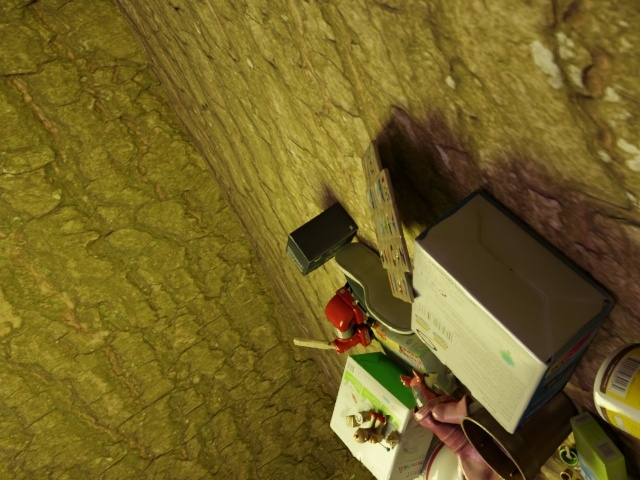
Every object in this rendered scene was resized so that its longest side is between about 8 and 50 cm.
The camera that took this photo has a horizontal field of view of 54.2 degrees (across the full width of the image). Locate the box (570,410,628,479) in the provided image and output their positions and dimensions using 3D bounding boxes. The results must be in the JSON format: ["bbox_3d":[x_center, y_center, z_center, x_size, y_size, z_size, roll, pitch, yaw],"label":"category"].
[{"bbox_3d":[0.499,0.401,1.112,0.109,0.042,0.178,-114,-1,-56],"label":"box"}]

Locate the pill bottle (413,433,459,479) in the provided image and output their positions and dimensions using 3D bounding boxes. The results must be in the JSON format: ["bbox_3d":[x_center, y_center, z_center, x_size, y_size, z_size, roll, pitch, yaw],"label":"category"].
[{"bbox_3d":[0.343,0.586,1.687,0.229,0.229,0.407,61,164,-22],"label":"pill bottle"}]

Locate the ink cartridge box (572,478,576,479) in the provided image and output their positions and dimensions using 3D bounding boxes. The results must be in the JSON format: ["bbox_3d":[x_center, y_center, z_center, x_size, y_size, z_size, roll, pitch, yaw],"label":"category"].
[{"bbox_3d":[0.576,0.629,1.335,0.208,0.087,0.153,47,163,26],"label":"ink cartridge box"}]

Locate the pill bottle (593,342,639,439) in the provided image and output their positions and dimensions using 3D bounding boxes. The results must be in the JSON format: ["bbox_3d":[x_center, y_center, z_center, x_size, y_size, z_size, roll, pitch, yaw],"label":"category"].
[{"bbox_3d":[0.451,0.209,0.753,0.117,0.117,0.215,61,164,-22],"label":"pill bottle"}]

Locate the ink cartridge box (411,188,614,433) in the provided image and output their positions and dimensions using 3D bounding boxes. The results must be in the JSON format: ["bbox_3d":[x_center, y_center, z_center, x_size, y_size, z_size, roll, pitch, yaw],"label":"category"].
[{"bbox_3d":[0.289,0.144,1.047,0.270,0.151,0.395,47,162,29],"label":"ink cartridge box"}]

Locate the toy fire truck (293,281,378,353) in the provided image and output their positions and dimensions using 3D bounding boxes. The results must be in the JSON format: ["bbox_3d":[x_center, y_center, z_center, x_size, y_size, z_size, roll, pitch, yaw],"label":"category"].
[{"bbox_3d":[0.050,0.245,1.816,0.158,0.246,0.217,42,161,38],"label":"toy fire truck"}]

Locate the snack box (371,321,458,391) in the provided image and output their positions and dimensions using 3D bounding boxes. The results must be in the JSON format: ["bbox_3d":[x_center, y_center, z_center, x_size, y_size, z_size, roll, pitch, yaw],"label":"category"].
[{"bbox_3d":[0.246,0.306,1.646,0.207,0.070,0.174,29,152,55],"label":"snack box"}]

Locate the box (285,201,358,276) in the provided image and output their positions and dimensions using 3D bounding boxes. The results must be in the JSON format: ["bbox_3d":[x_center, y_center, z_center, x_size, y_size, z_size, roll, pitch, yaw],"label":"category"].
[{"bbox_3d":[0.000,0.000,1.618,0.093,0.156,0.158,53,165,9],"label":"box"}]

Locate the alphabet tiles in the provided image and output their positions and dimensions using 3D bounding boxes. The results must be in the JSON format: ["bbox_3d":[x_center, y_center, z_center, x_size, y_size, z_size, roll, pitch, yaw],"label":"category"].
[{"bbox_3d":[0.122,-0.029,1.168,0.342,0.011,0.285,121,135,-88],"label":"alphabet tiles"}]

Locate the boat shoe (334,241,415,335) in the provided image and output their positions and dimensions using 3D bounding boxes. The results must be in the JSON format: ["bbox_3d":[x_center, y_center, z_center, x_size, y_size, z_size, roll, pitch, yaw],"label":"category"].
[{"bbox_3d":[0.147,0.134,1.513,0.340,0.127,0.113,41,161,47],"label":"boat shoe"}]

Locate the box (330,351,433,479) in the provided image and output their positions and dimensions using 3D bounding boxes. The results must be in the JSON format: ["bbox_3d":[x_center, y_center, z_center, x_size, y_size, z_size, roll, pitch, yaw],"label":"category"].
[{"bbox_3d":[0.162,0.457,1.633,0.262,0.126,0.231,33,116,50],"label":"box"}]

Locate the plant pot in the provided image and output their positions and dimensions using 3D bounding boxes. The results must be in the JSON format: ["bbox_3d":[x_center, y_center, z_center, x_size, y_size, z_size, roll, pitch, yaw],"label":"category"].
[{"bbox_3d":[0.383,0.351,1.179,0.167,0.165,0.167,49,163,20],"label":"plant pot"}]

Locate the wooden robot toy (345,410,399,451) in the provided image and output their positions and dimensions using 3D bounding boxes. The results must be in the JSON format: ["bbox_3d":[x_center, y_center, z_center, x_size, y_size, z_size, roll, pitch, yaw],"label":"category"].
[{"bbox_3d":[0.109,0.463,1.533,0.173,0.079,0.076,18,104,52],"label":"wooden robot toy"}]

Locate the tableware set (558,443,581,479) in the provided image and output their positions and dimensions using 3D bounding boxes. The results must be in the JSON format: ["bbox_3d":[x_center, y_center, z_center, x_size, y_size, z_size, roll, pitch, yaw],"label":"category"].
[{"bbox_3d":[0.461,0.417,1.268,0.154,0.024,0.104,51,137,12],"label":"tableware set"}]

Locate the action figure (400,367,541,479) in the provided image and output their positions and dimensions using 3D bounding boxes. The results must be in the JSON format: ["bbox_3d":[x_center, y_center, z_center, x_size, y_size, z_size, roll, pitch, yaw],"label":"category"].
[{"bbox_3d":[0.316,0.440,1.426,0.370,0.276,0.248,39,169,6],"label":"action figure"}]
